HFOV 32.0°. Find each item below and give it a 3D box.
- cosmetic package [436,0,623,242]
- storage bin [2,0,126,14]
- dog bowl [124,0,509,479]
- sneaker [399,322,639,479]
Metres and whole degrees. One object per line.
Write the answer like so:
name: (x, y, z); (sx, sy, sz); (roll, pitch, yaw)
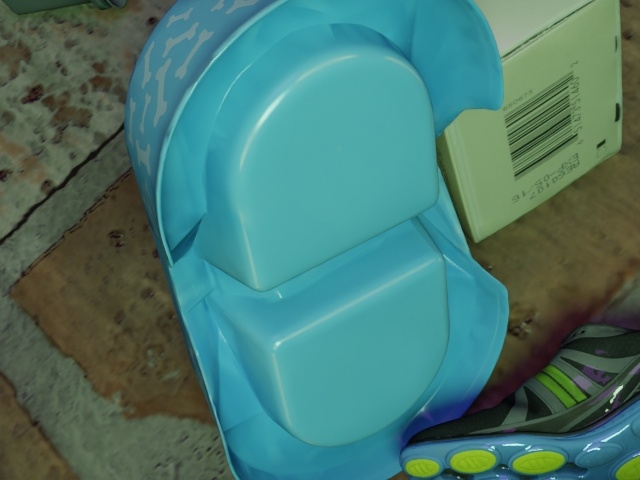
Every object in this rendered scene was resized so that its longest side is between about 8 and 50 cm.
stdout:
cosmetic package: (0.042, -0.166, 0.674); (0.113, 0.160, 0.309); (-34, 58, -4)
storage bin: (-0.198, -0.233, 0.819); (0.091, 0.098, 0.135); (-10, 59, 22)
dog bowl: (0.000, 0.000, 0.526); (0.166, 0.297, 0.074); (-27, 43, -19)
sneaker: (0.132, 0.089, 0.571); (0.188, 0.067, 0.078); (-23, 32, 8)
